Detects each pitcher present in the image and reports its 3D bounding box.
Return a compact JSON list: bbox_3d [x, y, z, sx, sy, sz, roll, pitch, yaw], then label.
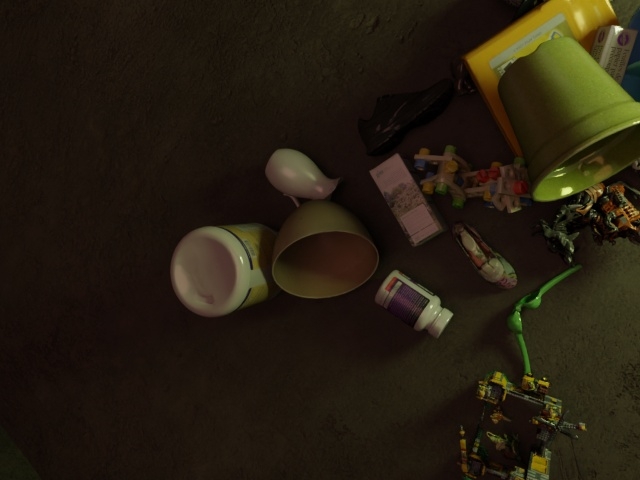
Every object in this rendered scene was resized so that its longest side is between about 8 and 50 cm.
[{"bbox_3d":[-0.059,-0.155,1.618,0.207,0.125,0.178,30,121,8],"label":"pitcher"}]

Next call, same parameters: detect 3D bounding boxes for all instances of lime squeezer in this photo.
[{"bbox_3d":[0.534,0.183,1.403,0.109,0.058,0.311,25,103,21],"label":"lime squeezer"}]

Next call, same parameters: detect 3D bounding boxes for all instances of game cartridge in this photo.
[{"bbox_3d":[0.528,-0.385,1.278,0.323,0.053,0.285,-32,106,12],"label":"game cartridge"}]

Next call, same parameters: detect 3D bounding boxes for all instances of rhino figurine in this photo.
[{"bbox_3d":[0.435,-0.451,1.390,0.243,0.073,0.107,-22,89,16],"label":"rhino figurine"}]

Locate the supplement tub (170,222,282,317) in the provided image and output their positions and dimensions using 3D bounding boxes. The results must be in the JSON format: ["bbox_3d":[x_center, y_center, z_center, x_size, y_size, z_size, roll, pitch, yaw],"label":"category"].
[{"bbox_3d":[-0.232,0.073,1.587,0.240,0.331,0.241,2,94,24],"label":"supplement tub"}]

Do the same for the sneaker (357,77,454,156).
[{"bbox_3d":[0.215,-0.346,1.484,0.286,0.109,0.130,-33,74,21],"label":"sneaker"}]

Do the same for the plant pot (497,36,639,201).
[{"bbox_3d":[0.500,-0.258,1.146,0.276,0.276,0.254,-31,67,23],"label":"plant pot"}]

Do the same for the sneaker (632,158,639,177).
[{"bbox_3d":[0.737,-0.202,1.271,0.234,0.078,0.106,42,111,18],"label":"sneaker"}]

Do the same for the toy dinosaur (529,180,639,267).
[{"bbox_3d":[0.618,-0.063,1.320,0.218,0.164,0.322,-50,38,4],"label":"toy dinosaur"}]

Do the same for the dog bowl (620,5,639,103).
[{"bbox_3d":[0.691,-0.364,1.173,0.073,0.166,0.298,8,93,-1],"label":"dog bowl"}]

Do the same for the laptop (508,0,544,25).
[{"bbox_3d":[0.542,-0.401,1.310,0.235,0.264,0.136,-63,34,15],"label":"laptop"}]

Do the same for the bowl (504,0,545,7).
[{"bbox_3d":[0.502,-0.604,1.330,0.170,0.170,0.080,-27,126,23],"label":"bowl"}]

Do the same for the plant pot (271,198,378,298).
[{"bbox_3d":[0.000,0.000,1.539,0.284,0.284,0.191,-32,45,23],"label":"plant pot"}]

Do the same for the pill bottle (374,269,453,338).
[{"bbox_3d":[0.250,0.173,1.501,0.193,0.108,0.108,34,107,18],"label":"pill bottle"}]

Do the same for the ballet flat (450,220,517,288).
[{"bbox_3d":[0.409,0.040,1.435,0.077,0.079,0.222,-43,77,20],"label":"ballet flat"}]

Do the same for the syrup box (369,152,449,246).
[{"bbox_3d":[0.236,-0.108,1.492,0.093,0.096,0.237,-33,80,22],"label":"syrup box"}]

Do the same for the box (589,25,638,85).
[{"bbox_3d":[0.607,-0.303,1.251,0.062,0.067,0.324,9,109,-4],"label":"box"}]

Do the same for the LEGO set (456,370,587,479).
[{"bbox_3d":[0.464,0.502,1.375,0.254,0.192,0.332,24,107,20],"label":"LEGO set"}]

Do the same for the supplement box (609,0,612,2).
[{"bbox_3d":[0.626,-0.564,1.289,0.083,0.083,0.056,-30,82,23],"label":"supplement box"}]

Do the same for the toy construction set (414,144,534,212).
[{"bbox_3d":[0.389,-0.146,1.336,0.327,0.214,0.151,26,91,60],"label":"toy construction set"}]
